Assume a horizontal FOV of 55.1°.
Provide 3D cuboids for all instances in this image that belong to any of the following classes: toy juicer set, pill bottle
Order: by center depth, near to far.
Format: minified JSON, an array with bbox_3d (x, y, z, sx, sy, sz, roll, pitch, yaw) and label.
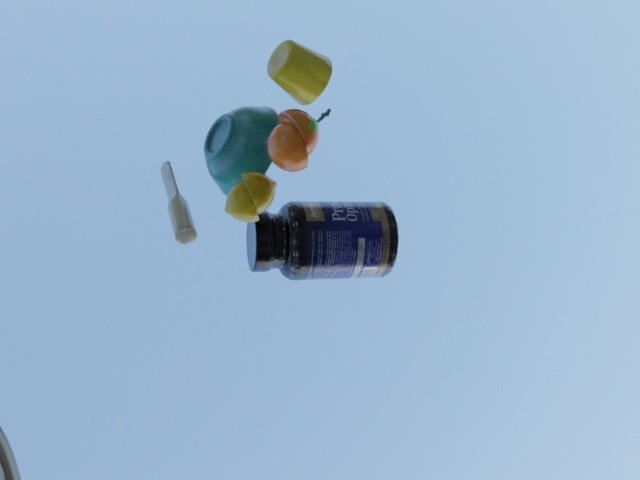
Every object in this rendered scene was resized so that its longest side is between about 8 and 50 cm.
[{"bbox_3d":[-0.102,-0.092,0.813,0.089,0.329,0.209,25,-135,-38],"label":"toy juicer set"},{"bbox_3d":[0.000,0.000,0.951,0.219,0.123,0.123,-1,-103,-16],"label":"pill bottle"}]

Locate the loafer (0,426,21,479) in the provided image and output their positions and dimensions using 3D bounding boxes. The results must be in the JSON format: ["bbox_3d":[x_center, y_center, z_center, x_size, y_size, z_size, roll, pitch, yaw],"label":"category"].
[{"bbox_3d":[-0.226,0.193,0.355,0.101,0.092,0.269,-22,-83,-1],"label":"loafer"}]
